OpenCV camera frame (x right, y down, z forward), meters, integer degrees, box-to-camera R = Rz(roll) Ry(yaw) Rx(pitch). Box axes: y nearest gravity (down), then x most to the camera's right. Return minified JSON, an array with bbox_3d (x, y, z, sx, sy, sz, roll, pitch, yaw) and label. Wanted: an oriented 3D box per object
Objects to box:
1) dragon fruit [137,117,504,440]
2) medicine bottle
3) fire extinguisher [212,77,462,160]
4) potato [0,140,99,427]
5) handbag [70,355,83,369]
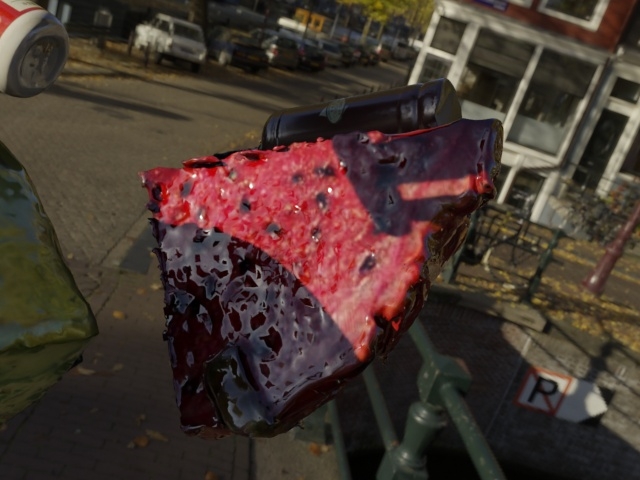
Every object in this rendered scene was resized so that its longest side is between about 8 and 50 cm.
[{"bbox_3d":[0.000,0.000,0.537,0.240,0.330,0.302,48,20,-34],"label":"dragon fruit"},{"bbox_3d":[-0.488,-0.311,0.942,0.250,0.131,0.131,33,21,7],"label":"medicine bottle"},{"bbox_3d":[0.020,-0.142,0.947,0.337,0.114,0.135,-6,4,28],"label":"fire extinguisher"},{"bbox_3d":[-0.319,0.030,0.289,0.280,0.330,0.213,52,6,19],"label":"potato"},{"bbox_3d":[-0.598,0.242,1.137,0.342,0.152,0.288,-19,6,11],"label":"handbag"}]
